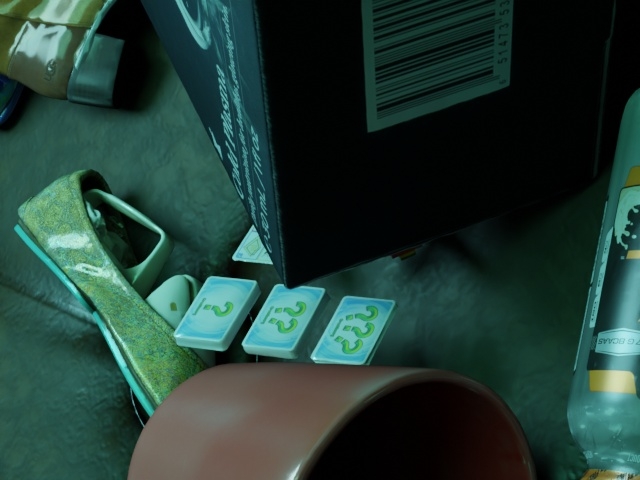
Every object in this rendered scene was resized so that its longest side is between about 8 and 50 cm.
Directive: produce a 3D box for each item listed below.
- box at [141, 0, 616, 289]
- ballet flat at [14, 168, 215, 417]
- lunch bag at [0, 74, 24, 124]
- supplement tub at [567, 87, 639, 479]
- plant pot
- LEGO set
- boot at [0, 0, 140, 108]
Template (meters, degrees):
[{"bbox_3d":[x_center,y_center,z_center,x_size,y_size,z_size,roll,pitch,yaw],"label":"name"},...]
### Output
[{"bbox_3d":[0.000,-0.310,1.517,0.297,0.480,0.472,-19,54,-10],"label":"box"},{"bbox_3d":[-0.166,0.052,1.793,0.123,0.123,0.348,-50,51,11],"label":"ballet flat"},{"bbox_3d":[-0.364,-0.234,2.054,0.176,0.090,0.219,20,86,41],"label":"lunch bag"},{"bbox_3d":[0.286,0.055,1.389,0.193,0.193,0.316,3,76,38],"label":"supplement tub"},{"bbox_3d":[-0.006,0.213,1.527,0.243,0.275,0.275,11,80,50],"label":"plant pot"},{"bbox_3d":[0.000,0.000,1.656,0.182,0.060,0.244,6,44,27],"label":"LEGO set"},{"bbox_3d":[-0.302,-0.283,1.955,0.280,0.096,0.264,15,95,10],"label":"boot"}]
